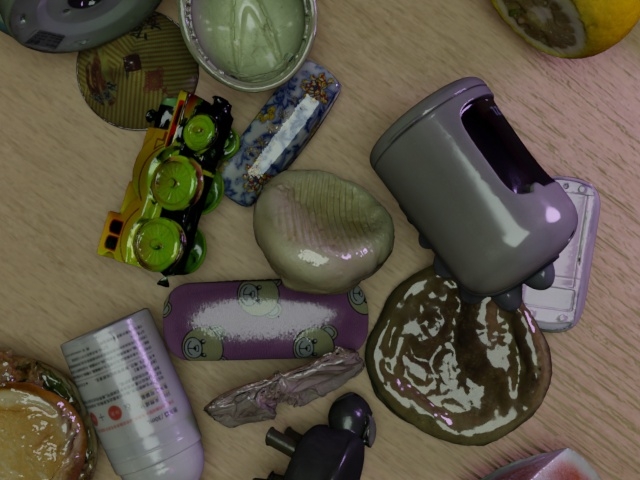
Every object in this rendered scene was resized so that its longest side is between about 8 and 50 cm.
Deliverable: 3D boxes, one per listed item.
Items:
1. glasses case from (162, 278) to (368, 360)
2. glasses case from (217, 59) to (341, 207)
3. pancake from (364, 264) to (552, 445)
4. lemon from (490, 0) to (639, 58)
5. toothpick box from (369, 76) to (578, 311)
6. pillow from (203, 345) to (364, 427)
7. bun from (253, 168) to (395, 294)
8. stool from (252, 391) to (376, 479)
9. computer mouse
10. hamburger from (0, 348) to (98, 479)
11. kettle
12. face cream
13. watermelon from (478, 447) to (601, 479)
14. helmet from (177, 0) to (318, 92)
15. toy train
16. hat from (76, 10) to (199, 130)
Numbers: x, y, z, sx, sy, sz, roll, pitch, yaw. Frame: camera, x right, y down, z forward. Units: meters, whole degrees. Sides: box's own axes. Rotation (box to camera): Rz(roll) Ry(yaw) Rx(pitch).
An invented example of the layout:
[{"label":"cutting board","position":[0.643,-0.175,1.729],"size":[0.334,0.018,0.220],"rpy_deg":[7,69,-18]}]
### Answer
[{"label":"glasses case","position":[-0.084,0.121,1.732],"size":[0.316,0.076,0.123],"rpy_deg":[-2,90,-3]},{"label":"glasses case","position":[-0.065,-0.163,1.735],"size":[0.087,0.065,0.248],"rpy_deg":[37,91,5]},{"label":"pancake","position":[0.212,0.182,1.741],"size":[0.294,0.049,0.294],"rpy_deg":[1,94,9]},{"label":"lemon","position":[0.382,-0.407,1.663],"size":[0.240,0.240,0.219],"rpy_deg":[41,78,-1]},{"label":"toothpick box","position":[0.230,-0.052,1.650],"size":[0.229,0.229,0.316],"rpy_deg":[-35,79,-1]},{"label":"pillow","position":[-0.050,0.228,1.708],"size":[0.248,0.135,0.049],"rpy_deg":[-23,67,-2]},{"label":"bun","position":[0.000,0.000,1.681],"size":[0.231,0.231,0.133],"rpy_deg":[17,128,-1]},{"label":"stool","position":[-0.006,0.340,1.719],"size":[0.139,0.228,0.153],"rpy_deg":[18,133,18]},{"label":"computer mouse","position":[0.363,0.021,1.749],"size":[0.126,0.056,0.245],"rpy_deg":[7,98,3]},{"label":"hamburger","position":[-0.465,0.297,1.698],"size":[0.243,0.146,0.286],"rpy_deg":[-28,98,6]},{"label":"kettle","position":[-0.425,-0.464,1.657],"size":[0.319,0.247,0.342],"rpy_deg":[-32,73,19]},{"label":"face cream","position":[-0.255,0.297,1.701],"size":[0.145,0.145,0.370],"rpy_deg":[-22,92,-1]},{"label":"watermelon","position":[0.353,0.479,1.697],"size":[0.224,0.180,0.305],"rpy_deg":[-23,93,14]},{"label":"helmet","position":[-0.111,-0.351,1.696],"size":[0.204,0.137,0.257],"rpy_deg":[-10,98,-1]},{"label":"toy train","position":[-0.226,-0.084,1.695],"size":[0.160,0.100,0.296],"rpy_deg":[17,88,27]},{"label":"hat","position":[-0.285,-0.267,1.723],"size":[0.193,0.082,0.193],"rpy_deg":[0,89,-1]}]
